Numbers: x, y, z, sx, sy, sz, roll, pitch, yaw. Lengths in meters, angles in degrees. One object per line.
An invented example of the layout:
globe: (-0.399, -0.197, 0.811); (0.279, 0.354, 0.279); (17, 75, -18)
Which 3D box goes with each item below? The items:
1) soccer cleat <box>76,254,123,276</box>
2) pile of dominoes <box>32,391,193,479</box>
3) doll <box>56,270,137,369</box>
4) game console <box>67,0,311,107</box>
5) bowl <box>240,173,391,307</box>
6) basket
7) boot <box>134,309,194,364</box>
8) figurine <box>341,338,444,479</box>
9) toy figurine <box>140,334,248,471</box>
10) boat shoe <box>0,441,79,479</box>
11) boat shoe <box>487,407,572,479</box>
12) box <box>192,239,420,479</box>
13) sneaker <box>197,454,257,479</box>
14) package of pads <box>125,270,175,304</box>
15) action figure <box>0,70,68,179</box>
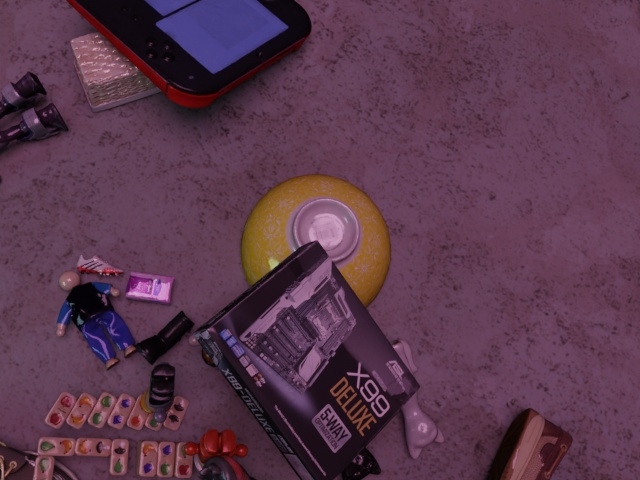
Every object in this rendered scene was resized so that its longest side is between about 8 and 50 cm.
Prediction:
soccer cleat: (-0.396, 0.045, 1.369); (0.083, 0.029, 0.036); (6, 79, -1)
pile of dominoes: (-0.336, 0.349, 1.254); (0.251, 0.040, 0.196); (9, 73, -24)
doll: (-0.403, 0.134, 1.336); (0.129, 0.046, 0.189); (-32, 82, -15)
game console: (-0.233, -0.435, 1.431); (0.342, 0.060, 0.386); (44, 51, 4)
bowl: (0.000, 0.000, 1.370); (0.289, 0.156, 0.290); (2, 75, -7)
basket: (-0.375, -0.332, 1.431); (0.167, 0.103, 0.113); (-22, 78, -12)
boot: (-0.265, 0.166, 1.311); (0.099, 0.121, 0.045); (-42, 87, -9)
figurine: (0.100, 0.307, 1.347); (0.214, 0.092, 0.210); (-21, 87, -13)
toy figurine: (-0.173, 0.260, 1.272); (0.209, 0.148, 0.213); (41, 60, 10)
boat shoe: (-0.539, 0.377, 1.229); (0.304, 0.091, 0.109); (20, 74, -2)
boat shoe: (0.341, 0.467, 1.315); (0.123, 0.123, 0.342); (30, 67, 2)
box: (-0.015, 0.193, 1.211); (0.242, 0.076, 0.307); (-38, 98, -29)
sneaker: (-0.108, 0.426, 1.220); (0.135, 0.276, 0.097); (-33, 37, -27)
package of pads: (-0.306, 0.086, 1.369); (0.083, 0.032, 0.050); (9, 72, -5)
action figure: (-0.611, -0.183, 1.369); (0.285, 0.099, 0.185); (-30, 88, -10)
